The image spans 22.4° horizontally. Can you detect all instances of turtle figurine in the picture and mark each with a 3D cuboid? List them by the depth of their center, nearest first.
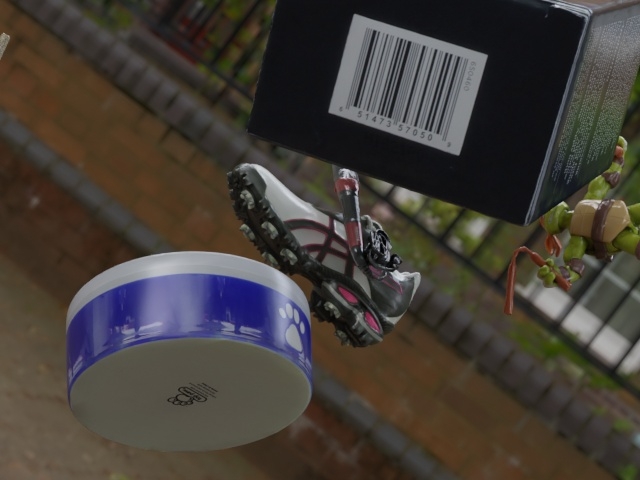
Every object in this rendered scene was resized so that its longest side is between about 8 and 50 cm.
[{"bbox_3d":[0.333,-0.006,1.860,0.217,0.269,0.087,10,-31,34],"label":"turtle figurine"}]

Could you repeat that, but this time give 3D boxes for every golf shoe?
[{"bbox_3d":[0.000,0.000,1.892,0.273,0.120,0.105,50,-19,-16],"label":"golf shoe"}]

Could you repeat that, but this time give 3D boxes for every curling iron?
[{"bbox_3d":[0.039,-0.054,1.891,0.068,0.035,0.274,35,27,-40],"label":"curling iron"}]

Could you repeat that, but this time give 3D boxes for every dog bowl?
[{"bbox_3d":[-0.141,0.125,1.736,0.265,0.265,0.104,34,41,-43],"label":"dog bowl"}]

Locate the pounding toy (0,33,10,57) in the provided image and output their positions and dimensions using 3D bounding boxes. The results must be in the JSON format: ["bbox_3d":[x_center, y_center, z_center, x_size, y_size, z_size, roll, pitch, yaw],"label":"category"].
[{"bbox_3d":[-0.395,-0.141,1.733,0.100,0.130,0.141,7,34,-11],"label":"pounding toy"}]

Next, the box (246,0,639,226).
[{"bbox_3d":[0.150,-0.184,1.643,0.294,0.212,0.395,19,16,16],"label":"box"}]
